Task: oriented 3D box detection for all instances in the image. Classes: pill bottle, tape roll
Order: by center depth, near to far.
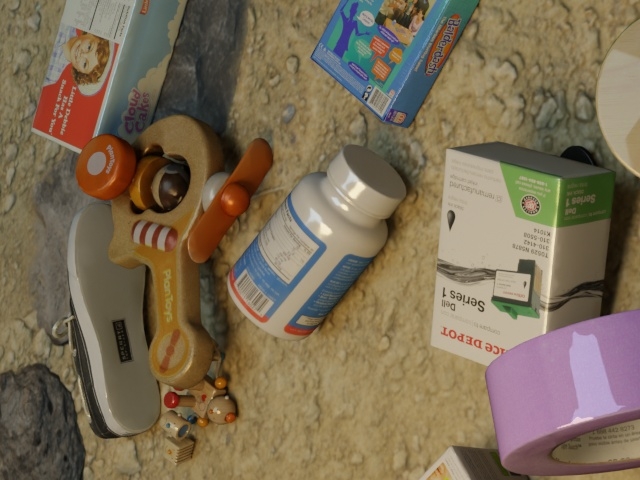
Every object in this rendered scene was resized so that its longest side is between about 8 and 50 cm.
[{"bbox_3d":[0.293,0.140,1.647,0.275,0.275,0.090,-26,66,39],"label":"tape roll"},{"bbox_3d":[0.000,0.000,2.075,0.221,0.124,0.124,-50,52,25],"label":"pill bottle"}]

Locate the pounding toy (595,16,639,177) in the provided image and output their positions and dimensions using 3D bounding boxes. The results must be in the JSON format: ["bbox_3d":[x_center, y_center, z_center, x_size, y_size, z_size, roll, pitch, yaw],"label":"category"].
[{"bbox_3d":[0.386,-0.120,1.747,0.237,0.110,0.183,33,96,13],"label":"pounding toy"}]

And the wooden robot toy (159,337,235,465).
[{"bbox_3d":[-0.143,0.209,2.222,0.079,0.076,0.173,33,107,32],"label":"wooden robot toy"}]

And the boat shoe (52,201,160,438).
[{"bbox_3d":[-0.285,0.106,2.353,0.105,0.113,0.306,-17,86,48],"label":"boat shoe"}]

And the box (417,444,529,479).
[{"bbox_3d":[0.133,0.324,1.895,0.203,0.103,0.114,-50,51,27],"label":"box"}]

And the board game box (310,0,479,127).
[{"bbox_3d":[0.092,-0.260,2.084,0.160,0.047,0.210,46,115,40],"label":"board game box"}]

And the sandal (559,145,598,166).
[{"bbox_3d":[0.242,-0.014,1.893,0.067,0.040,0.179,33,106,44],"label":"sandal"}]

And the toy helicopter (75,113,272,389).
[{"bbox_3d":[-0.166,0.008,2.225,0.235,0.140,0.355,-20,64,30],"label":"toy helicopter"}]

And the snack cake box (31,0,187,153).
[{"bbox_3d":[-0.283,-0.246,2.428,0.152,0.089,0.264,24,100,43],"label":"snack cake box"}]

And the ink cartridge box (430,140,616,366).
[{"bbox_3d":[0.205,0.022,1.848,0.160,0.093,0.219,18,110,44],"label":"ink cartridge box"}]
